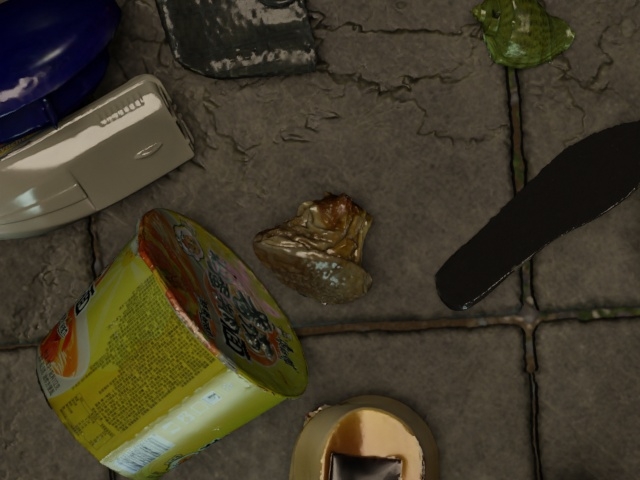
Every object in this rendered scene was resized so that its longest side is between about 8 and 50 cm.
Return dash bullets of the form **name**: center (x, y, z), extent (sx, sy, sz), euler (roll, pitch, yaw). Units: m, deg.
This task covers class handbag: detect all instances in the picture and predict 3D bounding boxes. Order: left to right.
- **handbag**: center (-0.106, -0.304, 1.610), extent (0.175, 0.088, 0.270), euler (-14, 90, 0)

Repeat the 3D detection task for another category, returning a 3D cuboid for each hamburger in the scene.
- **hamburger**: center (0.048, 0.279, 1.593), extent (0.173, 0.116, 0.210), euler (0, 88, -1)

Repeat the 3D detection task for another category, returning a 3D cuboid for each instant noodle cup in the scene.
- **instant noodle cup**: center (-0.169, 0.125, 1.554), extent (0.200, 0.264, 0.264), euler (-41, 87, 16)

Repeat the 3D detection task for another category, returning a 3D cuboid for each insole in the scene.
- **insole**: center (0.254, -0.029, 1.574), extent (0.309, 0.012, 0.110), euler (-41, 46, 8)

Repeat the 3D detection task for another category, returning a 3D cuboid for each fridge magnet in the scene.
- **fridge magnet**: center (-0.339, -0.195, 1.569), extent (0.266, 0.265, 0.112), euler (-20, 122, 7)

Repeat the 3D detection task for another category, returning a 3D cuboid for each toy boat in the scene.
- **toy boat**: center (-0.283, -0.098, 1.611), extent (0.270, 0.141, 0.140), euler (-19, 89, 7)

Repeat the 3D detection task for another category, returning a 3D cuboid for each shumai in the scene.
- **shumai**: center (0.004, 0.001, 1.596), extent (0.146, 0.145, 0.116), euler (17, 72, 6)

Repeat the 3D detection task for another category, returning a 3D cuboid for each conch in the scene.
- **conch**: center (0.221, -0.234, 1.583), extent (0.121, 0.074, 0.089), euler (18, 126, -10)

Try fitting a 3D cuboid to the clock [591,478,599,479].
- **clock**: center (0.317, 0.367, 1.498), extent (0.083, 0.230, 0.230), euler (-28, 88, 3)
